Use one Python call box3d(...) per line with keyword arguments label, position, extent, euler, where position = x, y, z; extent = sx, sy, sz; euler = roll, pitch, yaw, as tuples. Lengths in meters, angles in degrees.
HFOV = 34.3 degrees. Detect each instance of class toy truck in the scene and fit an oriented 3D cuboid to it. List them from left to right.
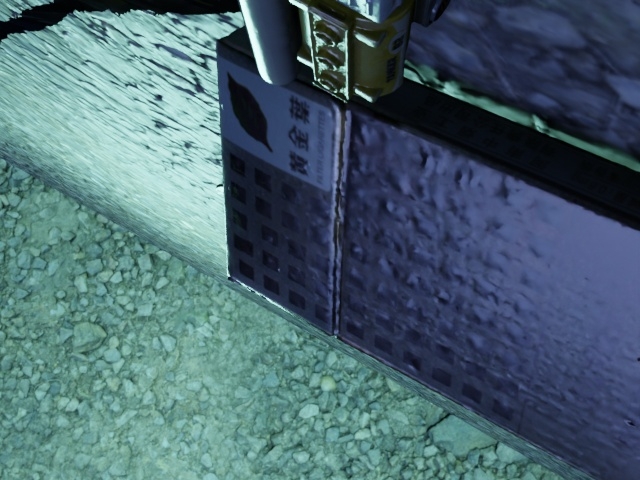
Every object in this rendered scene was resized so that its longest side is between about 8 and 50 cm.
box3d(label="toy truck", position=(0.017, -0.093, 0.364), extent=(0.052, 0.062, 0.123), euler=(30, 172, 7))

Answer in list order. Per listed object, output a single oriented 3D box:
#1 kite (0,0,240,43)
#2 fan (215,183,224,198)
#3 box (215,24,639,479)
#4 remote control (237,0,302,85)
box3d(label="kite", position=(-0.108, -0.109, 0.393), extent=(0.141, 0.015, 0.245), euler=(32, -152, 2))
box3d(label="fan", position=(0.011, 0.012, 1.151), extent=(0.294, 0.012, 0.223), euler=(24, 169, 44))
box3d(label="box", position=(0.085, 0.017, 0.550), extent=(0.325, 0.047, 0.180), euler=(26, 139, 23))
box3d(label="remote control", position=(-0.028, -0.123, 0.336), extent=(0.029, 0.067, 0.261), euler=(-2, 168, 2))
